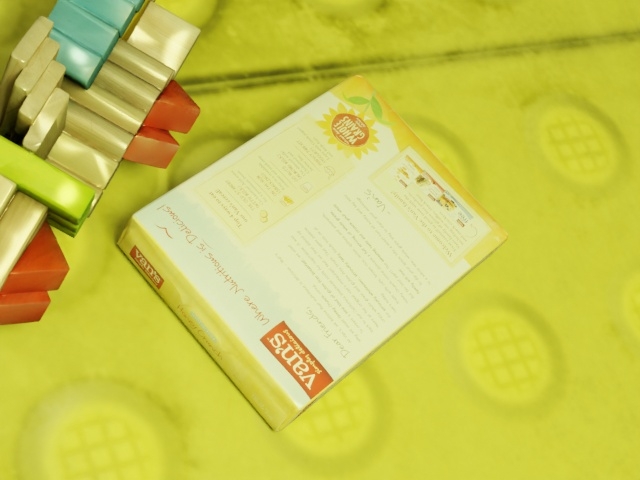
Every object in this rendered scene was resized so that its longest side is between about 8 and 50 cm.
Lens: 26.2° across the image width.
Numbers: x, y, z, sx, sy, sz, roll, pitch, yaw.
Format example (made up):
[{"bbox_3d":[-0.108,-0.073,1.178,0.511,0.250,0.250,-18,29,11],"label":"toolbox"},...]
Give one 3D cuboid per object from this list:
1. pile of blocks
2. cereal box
[{"bbox_3d":[-0.144,-0.080,0.890,0.112,0.149,0.362,30,53,-7],"label":"pile of blocks"},{"bbox_3d":[0.000,0.000,0.975,0.240,0.047,0.173,-35,81,-36],"label":"cereal box"}]
